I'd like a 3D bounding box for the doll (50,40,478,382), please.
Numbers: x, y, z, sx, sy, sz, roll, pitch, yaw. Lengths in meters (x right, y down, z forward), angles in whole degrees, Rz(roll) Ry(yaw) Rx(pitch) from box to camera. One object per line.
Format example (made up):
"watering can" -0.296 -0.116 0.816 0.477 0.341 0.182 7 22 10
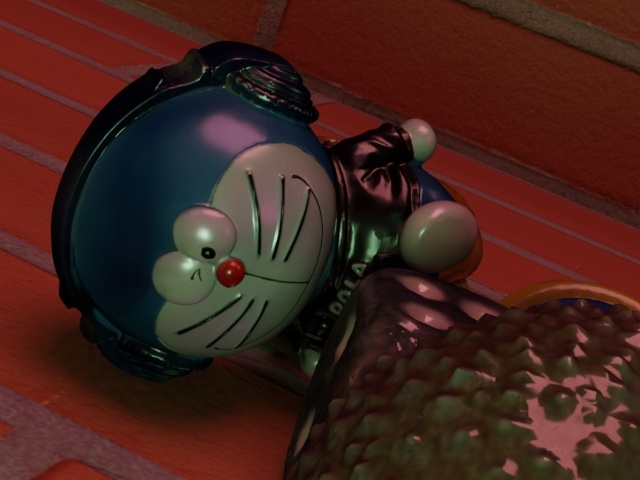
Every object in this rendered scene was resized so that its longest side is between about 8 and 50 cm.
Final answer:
"doll" -0.061 -0.012 1.117 0.310 0.284 0.240 7 22 -30

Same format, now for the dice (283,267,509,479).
"dice" 0.082 0.138 0.997 0.182 0.183 0.181 21 14 -7

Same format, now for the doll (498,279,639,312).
"doll" 0.186 0.108 1.190 0.311 0.160 0.242 20 -6 13

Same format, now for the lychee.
"lychee" 0.111 0.177 0.736 0.300 0.300 0.300 19 15 -5

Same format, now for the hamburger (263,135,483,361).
"hamburger" 0.002 0.003 1.402 0.304 0.174 0.284 24 26 39
